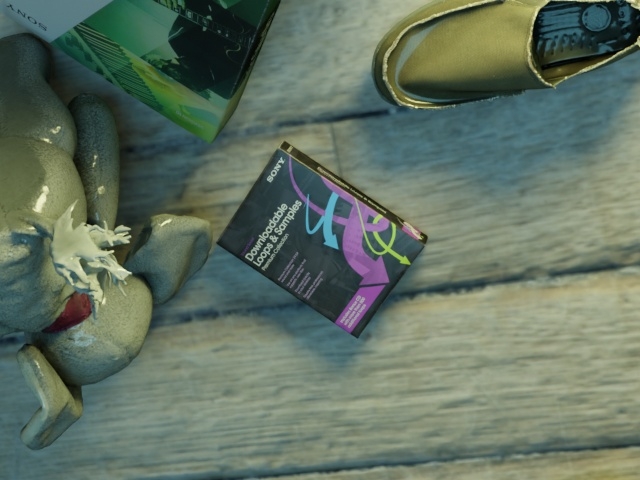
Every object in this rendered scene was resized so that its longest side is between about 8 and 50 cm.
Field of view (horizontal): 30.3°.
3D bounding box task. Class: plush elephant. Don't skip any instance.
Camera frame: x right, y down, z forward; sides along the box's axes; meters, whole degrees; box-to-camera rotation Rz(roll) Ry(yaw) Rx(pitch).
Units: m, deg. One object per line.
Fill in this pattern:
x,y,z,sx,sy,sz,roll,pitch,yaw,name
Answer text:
-0.247,0.022,1.046,0.330,0.272,0.255,33,155,32,plush elephant

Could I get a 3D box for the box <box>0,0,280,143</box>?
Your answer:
-0.141,-0.225,0.924,0.232,0.058,0.322,32,153,-1,box

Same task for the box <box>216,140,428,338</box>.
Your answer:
0.000,0.000,1.088,0.162,0.029,0.116,34,111,0,box

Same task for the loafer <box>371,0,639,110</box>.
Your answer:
0.159,-0.167,0.972,0.251,0.087,0.094,-16,104,15,loafer
